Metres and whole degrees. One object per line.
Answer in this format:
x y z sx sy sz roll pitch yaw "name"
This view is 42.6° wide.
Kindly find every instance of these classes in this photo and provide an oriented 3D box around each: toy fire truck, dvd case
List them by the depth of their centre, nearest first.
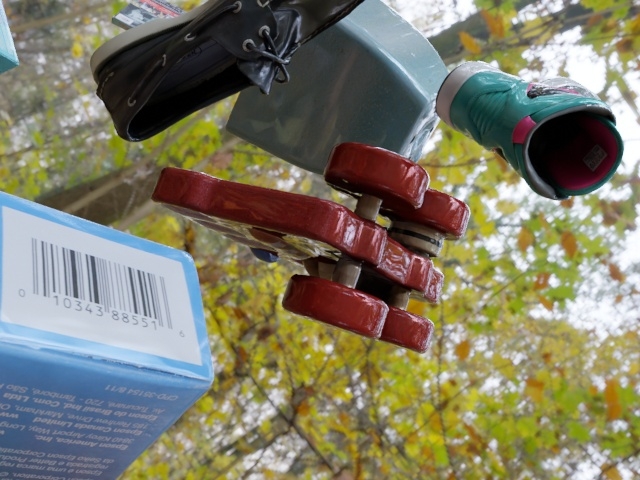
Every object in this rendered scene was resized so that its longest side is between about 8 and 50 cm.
0.000 0.000 0.874 0.253 0.169 0.302 15 -7 31 "toy fire truck"
-0.255 -0.339 1.254 0.087 0.119 0.013 26 -53 -4 "dvd case"

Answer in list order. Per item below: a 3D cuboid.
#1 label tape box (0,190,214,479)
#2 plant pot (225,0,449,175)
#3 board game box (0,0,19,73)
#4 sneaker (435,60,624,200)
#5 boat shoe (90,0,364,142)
-0.255 0.111 0.464 0.334 0.240 0.106 -45 -137 27 "label tape box"
0.054 -0.223 1.255 0.252 0.248 0.247 35 -62 12 "plant pot"
-0.636 -0.425 1.284 0.336 0.079 0.254 26 43 -71 "board game box"
0.293 -0.126 0.973 0.178 0.295 0.124 47 -56 40 "sneaker"
-0.087 -0.197 0.860 0.127 0.340 0.113 42 32 -66 "boat shoe"
